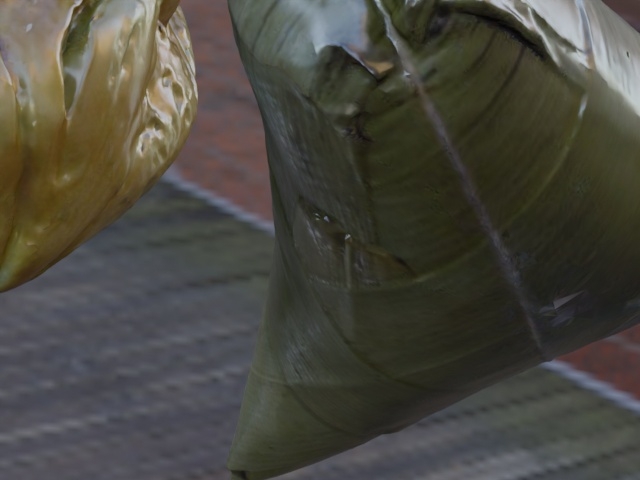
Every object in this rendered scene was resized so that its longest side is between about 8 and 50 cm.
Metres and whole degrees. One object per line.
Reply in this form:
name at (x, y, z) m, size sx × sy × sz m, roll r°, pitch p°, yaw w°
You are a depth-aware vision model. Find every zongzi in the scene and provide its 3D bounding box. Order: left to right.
zongzi at (0.000, 0.000, 0.805) m, size 0.274 × 0.300 × 0.145 m, roll 28°, pitch 33°, yaw -50°

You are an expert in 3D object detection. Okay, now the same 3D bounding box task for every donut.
donut at (-0.229, -0.104, 1.123) m, size 0.360 × 0.170 × 0.360 m, roll -9°, pitch 36°, yaw 7°
